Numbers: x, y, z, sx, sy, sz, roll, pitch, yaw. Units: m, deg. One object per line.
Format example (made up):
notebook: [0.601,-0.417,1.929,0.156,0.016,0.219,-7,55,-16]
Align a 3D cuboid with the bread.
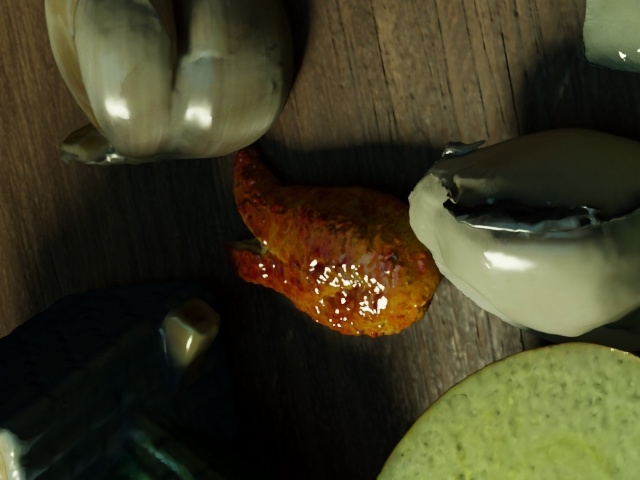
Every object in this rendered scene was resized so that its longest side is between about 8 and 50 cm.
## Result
bread: [0.001,0.009,1.737,0.269,0.095,0.139,19,110,34]

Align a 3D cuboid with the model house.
model house: [-0.200,0.280,1.800,0.445,0.395,0.400,42,124,11]

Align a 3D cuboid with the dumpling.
dumpling: [0.204,0.014,1.552,0.293,0.163,0.204,7,107,22]

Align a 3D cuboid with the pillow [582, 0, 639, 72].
pillow: [0.304,-0.179,1.473,0.229,0.051,0.128,17,113,33]

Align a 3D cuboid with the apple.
apple: [0.220,0.210,1.595,0.346,0.179,0.254,-5,104,44]

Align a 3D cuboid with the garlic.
garlic: [-0.148,-0.187,1.766,0.237,0.210,0.292,-124,36,-52]
